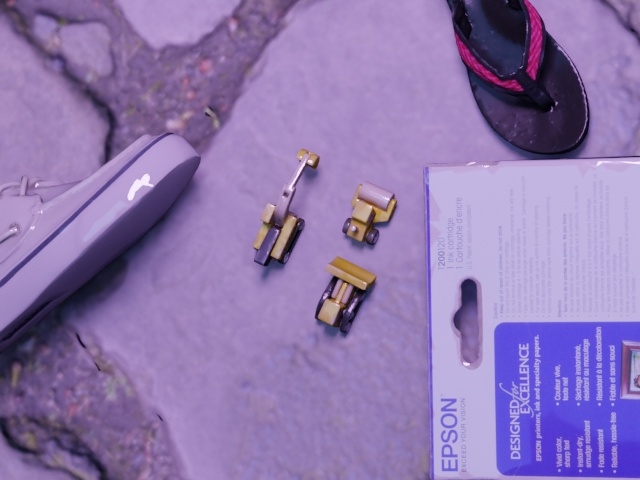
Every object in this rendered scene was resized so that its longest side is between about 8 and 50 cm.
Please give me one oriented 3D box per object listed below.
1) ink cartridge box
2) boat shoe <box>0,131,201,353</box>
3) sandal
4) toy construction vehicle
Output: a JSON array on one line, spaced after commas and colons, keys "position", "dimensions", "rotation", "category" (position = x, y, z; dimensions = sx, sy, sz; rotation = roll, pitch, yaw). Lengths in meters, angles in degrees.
[{"position": [0.170, 0.049, 1.188], "dimensions": [0.208, 0.045, 0.206], "rotation": [-1, 89, 16], "category": "ink cartridge box"}, {"position": [-0.199, 0.001, 1.279], "dimensions": [0.267, 0.096, 0.088], "rotation": [-40, 84, 21], "category": "boat shoe"}, {"position": [0.113, -0.134, 1.209], "dimensions": [0.067, 0.040, 0.179], "rotation": [-26, 82, 14], "category": "sandal"}, {"position": [0.000, 0.000, 1.244], "dimensions": [0.086, 0.035, 0.098], "rotation": [29, 97, 15], "category": "toy construction vehicle"}]
